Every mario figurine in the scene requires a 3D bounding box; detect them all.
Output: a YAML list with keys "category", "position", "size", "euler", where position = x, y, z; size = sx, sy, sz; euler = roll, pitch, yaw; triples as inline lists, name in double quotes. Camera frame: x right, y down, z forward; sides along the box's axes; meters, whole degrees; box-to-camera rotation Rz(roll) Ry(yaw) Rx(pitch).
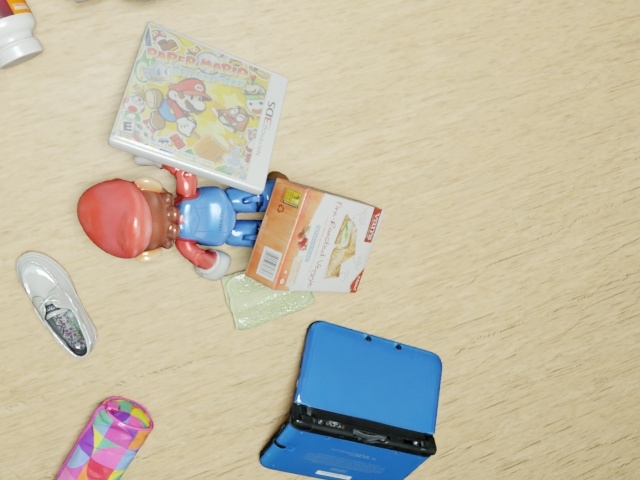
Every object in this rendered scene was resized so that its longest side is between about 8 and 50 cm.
- category: "mario figurine"
  position: [-0.208, -0.050, 0.921]
  size: [0.321, 0.170, 0.197]
  euler: [-1, 66, -27]

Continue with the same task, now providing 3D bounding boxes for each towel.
- category: "towel"
  position: [-0.088, 0.089, 1.015]
  size: [0.148, 0.027, 0.109]
  euler: [-19, 108, -12]

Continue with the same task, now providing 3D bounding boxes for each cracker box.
- category: "cracker box"
  position: [0.000, 0.000, 0.936]
  size: [0.232, 0.067, 0.155]
  euler: [8, 103, -56]

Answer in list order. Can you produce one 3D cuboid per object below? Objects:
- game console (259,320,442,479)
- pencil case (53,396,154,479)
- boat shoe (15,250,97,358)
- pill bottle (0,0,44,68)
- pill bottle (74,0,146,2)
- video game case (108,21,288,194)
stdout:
- category: "game console"
  position: [0.061, 0.320, 1.113]
  size: [0.293, 0.173, 0.250]
  euler: [19, 127, -19]
- category: "pencil case"
  position: [-0.372, 0.371, 0.960]
  size: [0.104, 0.104, 0.236]
  euler: [34, 90, -20]
- category: "boat shoe"
  position: [-0.406, 0.103, 0.904]
  size: [0.066, 0.063, 0.184]
  euler: [-22, 108, -10]
- category: "pill bottle"
  position: [-0.440, -0.314, 0.787]
  size: [0.086, 0.086, 0.151]
  euler: [-28, 109, -9]
- category: "pill bottle"
  position: [-0.205, -0.423, 0.788]
  size: [0.302, 0.169, 0.169]
  euler: [-21, 107, -11]
- category: "video game case"
  position: [-0.172, -0.195, 0.876]
  size: [0.227, 0.026, 0.206]
  euler: [17, 68, -19]
